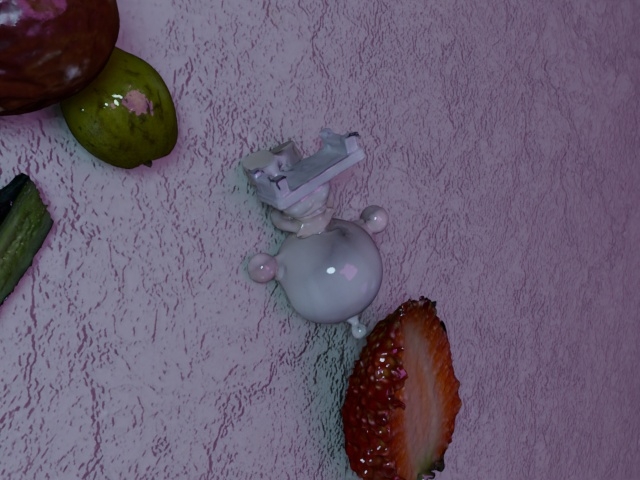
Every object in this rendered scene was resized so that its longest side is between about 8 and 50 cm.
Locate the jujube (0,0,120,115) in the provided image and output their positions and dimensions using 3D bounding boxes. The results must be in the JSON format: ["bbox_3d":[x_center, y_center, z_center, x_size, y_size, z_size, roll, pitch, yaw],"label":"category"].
[{"bbox_3d":[-0.300,-0.184,0.608,0.255,0.190,0.190,-21,104,-30],"label":"jujube"}]

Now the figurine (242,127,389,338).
[{"bbox_3d":[0.010,-0.001,0.933,0.182,0.145,0.256,-43,120,-40],"label":"figurine"}]

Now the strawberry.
[{"bbox_3d":[0.098,0.198,1.005,0.233,0.138,0.306,-38,125,-53],"label":"strawberry"}]

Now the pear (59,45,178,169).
[{"bbox_3d":[-0.203,-0.132,0.751,0.107,0.107,0.131,-37,107,-38],"label":"pear"}]

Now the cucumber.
[{"bbox_3d":[-0.324,0.036,0.667,0.078,0.062,0.211,81,27,-58],"label":"cucumber"}]
